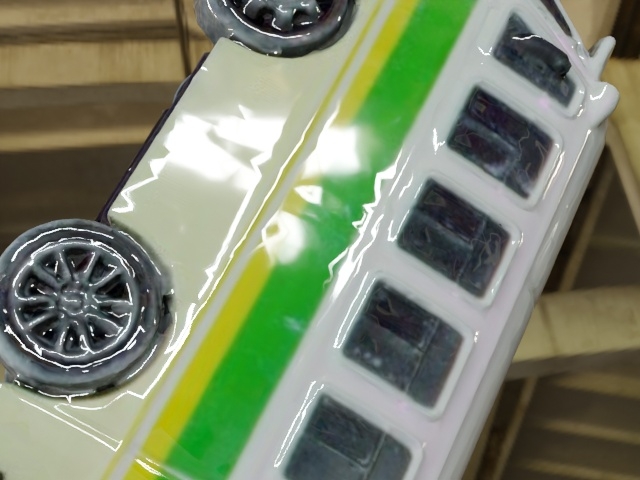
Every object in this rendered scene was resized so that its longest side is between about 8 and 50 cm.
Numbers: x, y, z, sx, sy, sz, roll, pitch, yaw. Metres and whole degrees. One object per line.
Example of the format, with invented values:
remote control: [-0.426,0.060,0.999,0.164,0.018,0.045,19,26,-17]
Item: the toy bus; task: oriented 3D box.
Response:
toy bus: [0.000,0.000,0.431,0.179,0.305,0.143,29,-24,-2]
